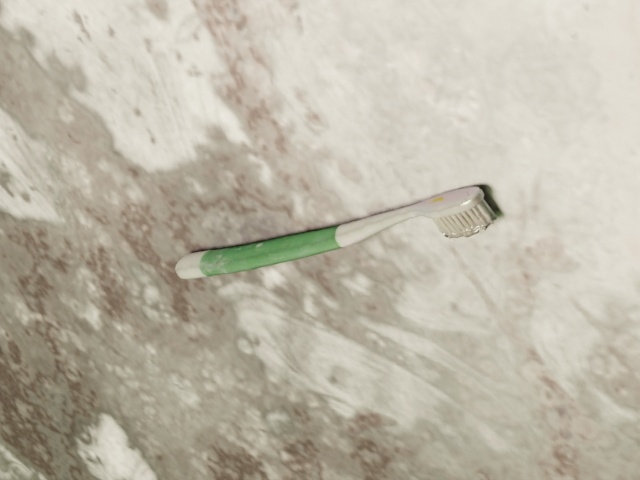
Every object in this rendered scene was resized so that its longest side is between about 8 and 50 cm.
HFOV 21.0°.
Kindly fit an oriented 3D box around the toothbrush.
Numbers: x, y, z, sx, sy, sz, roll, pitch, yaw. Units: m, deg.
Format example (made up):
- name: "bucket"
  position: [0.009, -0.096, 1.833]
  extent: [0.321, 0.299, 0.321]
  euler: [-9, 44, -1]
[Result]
- name: "toothbrush"
  position: [0.000, 0.000, 0.968]
  extent: [0.257, 0.018, 0.024]
  euler: [-11, 123, 47]
